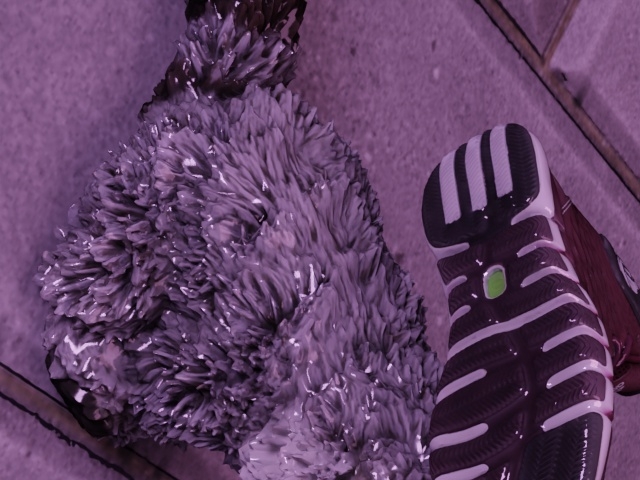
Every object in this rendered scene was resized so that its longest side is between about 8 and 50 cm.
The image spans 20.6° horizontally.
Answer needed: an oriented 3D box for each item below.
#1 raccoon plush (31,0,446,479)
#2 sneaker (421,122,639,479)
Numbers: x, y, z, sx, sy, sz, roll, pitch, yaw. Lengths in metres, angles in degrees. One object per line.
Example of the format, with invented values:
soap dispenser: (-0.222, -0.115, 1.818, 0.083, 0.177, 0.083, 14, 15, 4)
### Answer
raccoon plush: (0.000, 0.000, 1.014, 0.216, 0.299, 0.446, -21, 118, -42)
sneaker: (0.142, 0.078, 0.973, 0.162, 0.106, 0.281, 37, 41, -39)
